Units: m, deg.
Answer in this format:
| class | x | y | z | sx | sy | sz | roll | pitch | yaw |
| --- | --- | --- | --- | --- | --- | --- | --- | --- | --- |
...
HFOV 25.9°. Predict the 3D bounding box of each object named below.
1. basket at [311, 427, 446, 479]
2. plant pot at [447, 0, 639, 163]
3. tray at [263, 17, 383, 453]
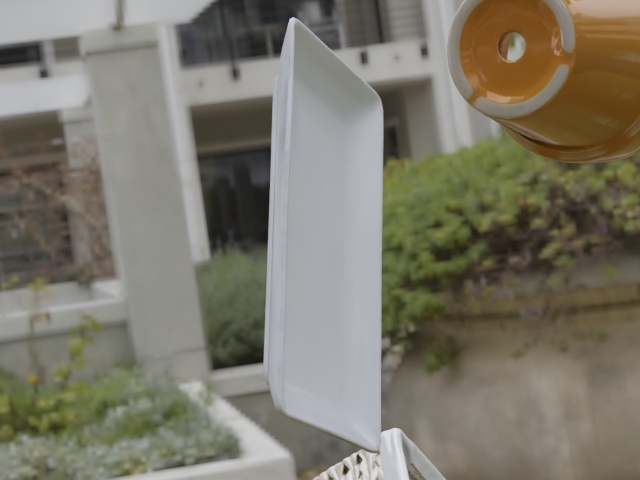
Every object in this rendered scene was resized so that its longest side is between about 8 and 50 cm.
| class | x | y | z | sx | sy | sz | roll | pitch | yaw |
| --- | --- | --- | --- | --- | --- | --- | --- | --- | --- |
| basket | 0.058 | 0.260 | 1.140 | 0.103 | 0.113 | 0.167 | -29 | 37 | 15 |
| plant pot | 0.219 | -0.174 | 1.295 | 0.205 | 0.205 | 0.188 | -7 | -2 | 34 |
| tray | 0.000 | 0.000 | 0.940 | 0.030 | 0.270 | 0.145 | -9 | -22 | 27 |
